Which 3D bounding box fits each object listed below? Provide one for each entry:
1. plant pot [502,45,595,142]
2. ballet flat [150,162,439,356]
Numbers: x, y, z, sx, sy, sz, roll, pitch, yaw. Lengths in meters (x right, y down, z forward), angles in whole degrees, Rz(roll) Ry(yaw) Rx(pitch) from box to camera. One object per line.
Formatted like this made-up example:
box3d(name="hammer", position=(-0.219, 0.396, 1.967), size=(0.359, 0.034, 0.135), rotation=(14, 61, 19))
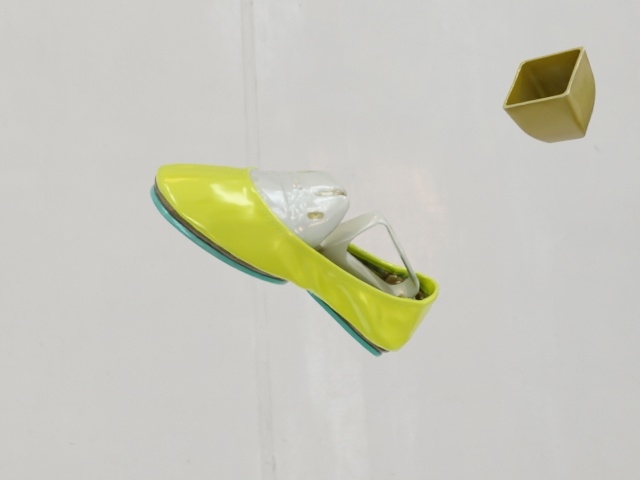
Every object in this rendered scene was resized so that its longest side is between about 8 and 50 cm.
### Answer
box3d(name="plant pot", position=(0.275, -0.160, 0.846), size=(0.083, 0.081, 0.082), rotation=(47, 56, -32))
box3d(name="ballet flat", position=(0.000, 0.000, 0.465), size=(0.077, 0.077, 0.231), rotation=(-41, 130, 14))
